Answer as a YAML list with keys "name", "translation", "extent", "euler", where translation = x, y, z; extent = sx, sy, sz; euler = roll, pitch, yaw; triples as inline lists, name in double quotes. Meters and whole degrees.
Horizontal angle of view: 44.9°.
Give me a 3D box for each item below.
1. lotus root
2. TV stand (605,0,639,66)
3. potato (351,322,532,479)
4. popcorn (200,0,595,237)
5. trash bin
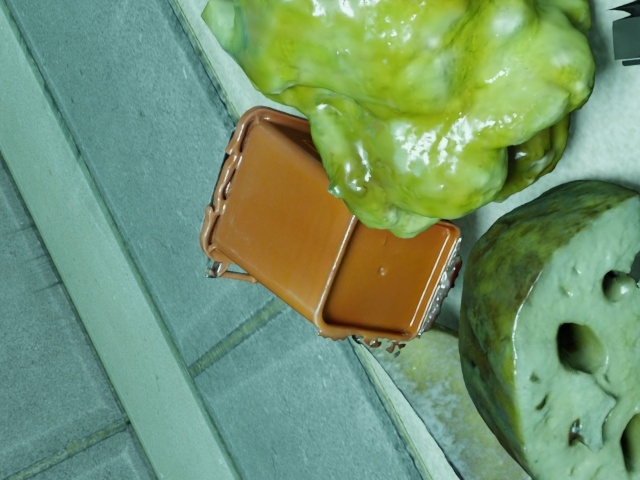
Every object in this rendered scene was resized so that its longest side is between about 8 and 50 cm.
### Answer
- name: "lotus root"
  translation: [0.177, 0.077, 0.568]
  extent: [0.119, 0.138, 0.234]
  euler: [-145, 44, -70]
- name: "TV stand"
  translation: [0.236, -0.031, 0.516]
  extent: [0.049, 0.040, 0.256]
  euler: [11, 120, 55]
- name: "potato"
  translation: [0.143, 0.157, 0.778]
  extent: [0.261, 0.100, 0.120]
  euler: [55, -170, -9]
- name: "popcorn"
  translation: [0.061, -0.146, 0.536]
  extent: [0.276, 0.225, 0.276]
  euler: [48, -170, -11]
- name: "trash bin"
  translation: [0.000, 0.000, 0.716]
  extent: [0.239, 0.161, 0.184]
  euler: [42, 115, 53]
